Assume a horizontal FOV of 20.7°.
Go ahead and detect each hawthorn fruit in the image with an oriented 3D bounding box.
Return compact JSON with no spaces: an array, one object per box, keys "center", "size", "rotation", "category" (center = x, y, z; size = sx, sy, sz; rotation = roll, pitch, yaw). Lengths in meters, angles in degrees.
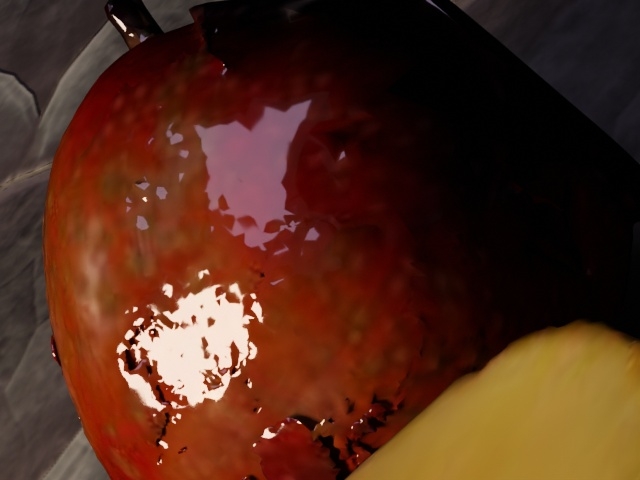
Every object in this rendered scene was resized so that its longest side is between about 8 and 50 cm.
[{"center":[0.013,0.012,0.866],"size":[0.316,0.316,0.316],"rotation":[-23,43,23],"category":"hawthorn fruit"}]

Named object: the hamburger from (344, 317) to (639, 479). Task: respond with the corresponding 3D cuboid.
[{"center":[0.079,0.248,0.550],"size":[0.396,0.277,0.396],"rotation":[-49,7,8],"category":"hamburger"}]
